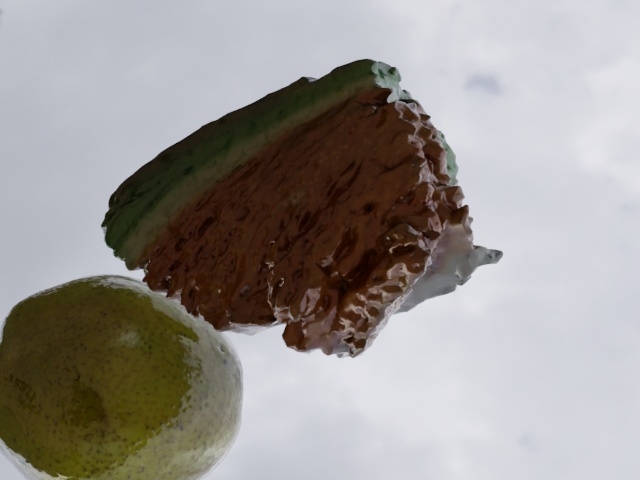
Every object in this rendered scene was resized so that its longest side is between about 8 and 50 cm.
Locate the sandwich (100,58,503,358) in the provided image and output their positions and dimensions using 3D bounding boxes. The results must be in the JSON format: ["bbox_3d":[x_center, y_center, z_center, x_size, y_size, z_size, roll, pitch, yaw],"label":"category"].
[{"bbox_3d":[-0.008,0.004,0.689,0.184,0.109,0.160,-30,-130,16],"label":"sandwich"}]

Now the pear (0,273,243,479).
[{"bbox_3d":[-0.227,0.175,1.535,0.294,0.294,0.294,-19,-128,26],"label":"pear"}]
